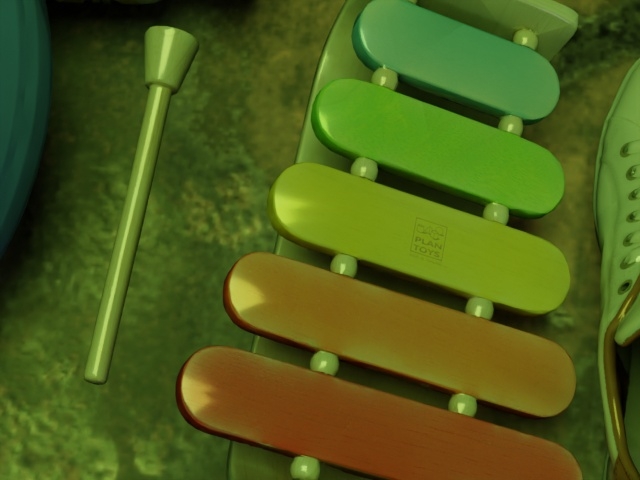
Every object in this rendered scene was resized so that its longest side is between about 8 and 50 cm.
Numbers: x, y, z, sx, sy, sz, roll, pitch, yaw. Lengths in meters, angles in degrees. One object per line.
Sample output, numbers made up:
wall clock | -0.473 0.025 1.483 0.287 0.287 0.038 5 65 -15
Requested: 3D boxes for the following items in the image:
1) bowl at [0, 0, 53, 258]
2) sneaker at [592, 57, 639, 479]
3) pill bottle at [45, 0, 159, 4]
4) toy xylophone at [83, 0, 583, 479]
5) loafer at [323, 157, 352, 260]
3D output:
bowl | -0.333 -0.087 0.818 0.391 0.077 0.391 -1 85 16
sneaker | 0.189 0.015 0.772 0.106 0.123 0.290 1 66 8
pill bottle | -0.141 -0.194 0.890 0.208 0.119 0.119 2 68 7
toy xylophone | 0.015 0.005 0.776 0.236 0.081 0.323 11 70 -18
loafer | 0.000 0.000 0.839 0.045 0.039 0.125 4 68 7
